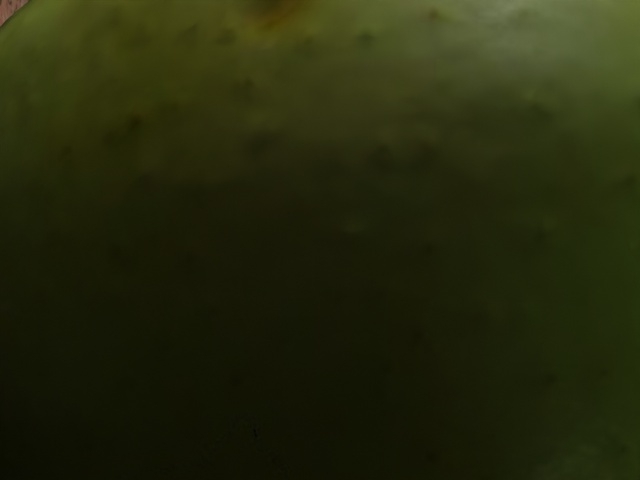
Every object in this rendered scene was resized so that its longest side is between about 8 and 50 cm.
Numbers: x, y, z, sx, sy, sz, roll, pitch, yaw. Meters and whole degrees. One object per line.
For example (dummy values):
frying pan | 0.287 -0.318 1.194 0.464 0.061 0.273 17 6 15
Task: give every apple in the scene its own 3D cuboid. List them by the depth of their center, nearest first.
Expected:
apple | 0.026 0.028 0.820 0.473 0.473 0.474 -11 90 -86
